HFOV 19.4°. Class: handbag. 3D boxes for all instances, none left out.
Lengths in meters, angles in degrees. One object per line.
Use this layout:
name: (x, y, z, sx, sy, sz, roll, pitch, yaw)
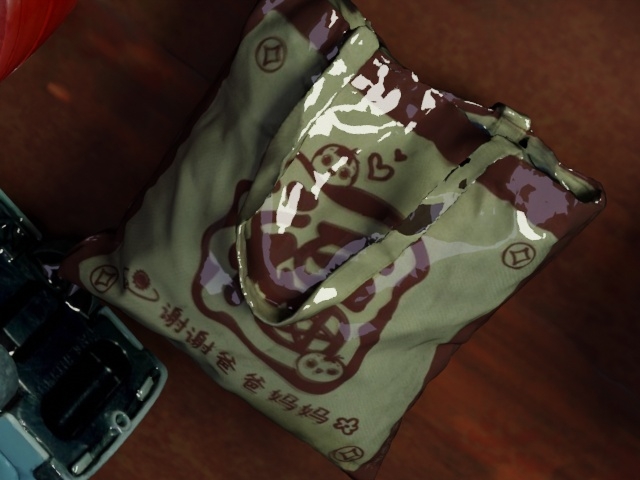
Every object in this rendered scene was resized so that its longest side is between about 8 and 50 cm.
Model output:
handbag: (0.000, 0.000, 0.985, 0.213, 0.127, 0.235, 37, 121, -1)

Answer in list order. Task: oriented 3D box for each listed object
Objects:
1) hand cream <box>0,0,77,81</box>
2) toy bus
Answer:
hand cream: (-0.222, -0.158, 0.975, 0.193, 0.125, 0.193, 9, 121, 16)
toy bus: (-0.239, 0.040, 1.090, 0.165, 0.133, 0.271, -35, 100, 37)
